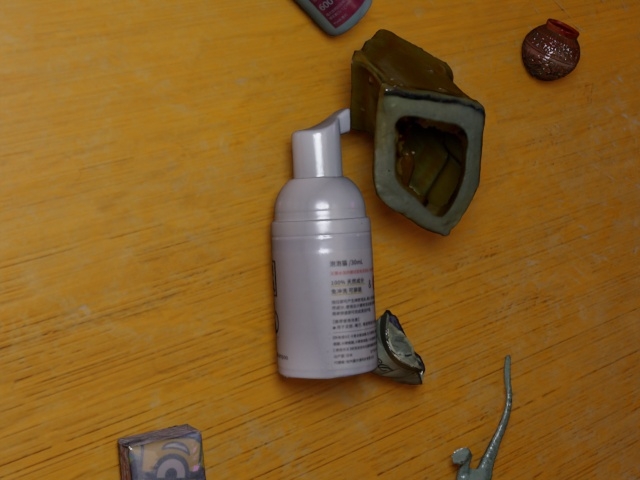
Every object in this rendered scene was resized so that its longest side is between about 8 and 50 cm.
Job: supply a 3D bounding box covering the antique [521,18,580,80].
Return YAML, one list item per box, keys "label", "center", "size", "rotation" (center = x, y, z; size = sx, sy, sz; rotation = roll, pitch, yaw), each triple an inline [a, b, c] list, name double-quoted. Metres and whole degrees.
- label: "antique"
  center: [0.386, -0.315, 1.731]
  size: [0.104, 0.104, 0.104]
  rotation: [0, 90, -34]

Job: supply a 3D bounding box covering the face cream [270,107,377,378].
- label: "face cream"
  center: [0.000, 0.000, 1.447]
  size: [0.145, 0.145, 0.369]
  rotation: [-5, 91, -34]

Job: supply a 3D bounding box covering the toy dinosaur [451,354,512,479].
- label: "toy dinosaur"
  center: [0.251, 0.361, 1.647]
  size: [0.383, 0.076, 0.129]
  rotation: [-67, 154, -7]

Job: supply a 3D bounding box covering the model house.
- label: "model house"
  center: [0.113, -0.165, 1.485]
  size: [0.173, 0.239, 0.268]
  rotation: [-12, 131, -18]

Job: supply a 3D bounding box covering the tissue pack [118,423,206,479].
- label: "tissue pack"
  center: [-0.205, 0.326, 1.358]
  size: [0.109, 0.060, 0.148]
  rotation: [-7, 93, -32]

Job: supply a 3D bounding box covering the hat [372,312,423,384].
- label: "hat"
  center: [0.106, 0.173, 1.519]
  size: [0.081, 0.166, 0.122]
  rotation: [-34, 86, -6]

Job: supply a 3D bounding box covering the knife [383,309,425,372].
- label: "knife"
  center: [0.129, 0.161, 1.608]
  size: [0.031, 0.018, 0.121]
  rotation: [-31, 107, -22]

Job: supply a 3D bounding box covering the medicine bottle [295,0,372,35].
- label: "medicine bottle"
  center: [-0.024, -0.393, 1.457]
  size: [0.217, 0.090, 0.090]
  rotation: [43, 68, -26]
